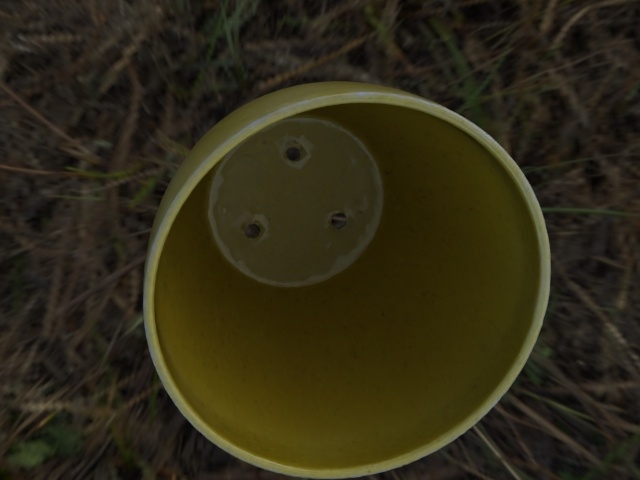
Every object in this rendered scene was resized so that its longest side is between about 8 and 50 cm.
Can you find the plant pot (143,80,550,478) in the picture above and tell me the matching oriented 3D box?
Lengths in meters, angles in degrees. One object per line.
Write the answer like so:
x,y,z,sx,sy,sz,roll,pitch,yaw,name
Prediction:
0.000,0.000,0.649,0.134,0.095,0.134,-5,112,-12,plant pot
